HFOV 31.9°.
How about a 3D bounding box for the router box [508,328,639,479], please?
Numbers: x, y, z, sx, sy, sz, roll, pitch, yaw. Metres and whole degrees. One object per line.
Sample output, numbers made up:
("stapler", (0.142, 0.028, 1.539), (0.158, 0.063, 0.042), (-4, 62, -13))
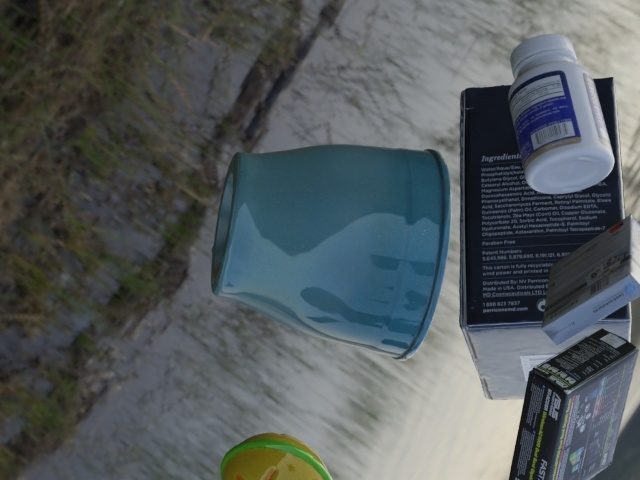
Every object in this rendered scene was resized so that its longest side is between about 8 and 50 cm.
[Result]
("router box", (0.196, 0.140, 0.875), (0.092, 0.038, 0.122), (-22, 129, -37))

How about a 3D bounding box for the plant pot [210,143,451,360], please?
("plant pot", (0.000, 0.000, 1.401), (0.271, 0.255, 0.272), (-171, -90, -79))

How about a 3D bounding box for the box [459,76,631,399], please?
("box", (0.433, 0.017, 2.146), (0.480, 0.297, 0.472), (59, 29, -63))

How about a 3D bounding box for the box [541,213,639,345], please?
("box", (0.377, 0.052, 1.538), (0.145, 0.038, 0.186), (-37, -167, 27))

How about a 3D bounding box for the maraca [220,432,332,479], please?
("maraca", (-0.040, 0.288, 1.258), (0.099, 0.127, 0.186), (-72, 144, -49))

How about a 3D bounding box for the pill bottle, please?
("pill bottle", (0.301, -0.164, 1.432), (0.112, 0.112, 0.187), (83, 1, -64))
